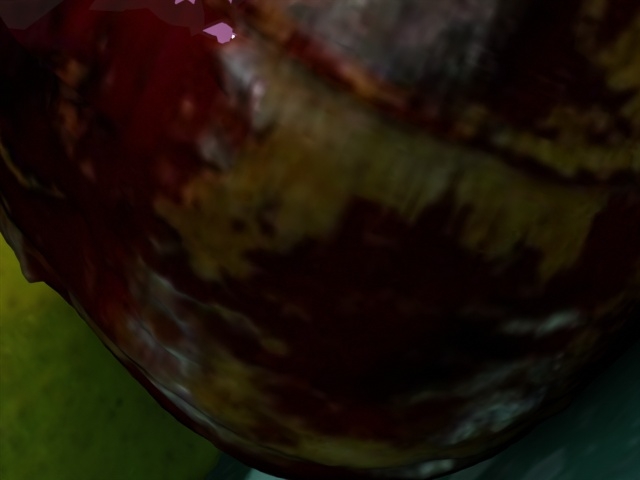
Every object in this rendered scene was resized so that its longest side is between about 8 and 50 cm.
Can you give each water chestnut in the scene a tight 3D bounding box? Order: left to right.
[{"bbox_3d":[0.019,-0.064,0.516,0.289,0.244,0.289,-21,48,25],"label":"water chestnut"}]

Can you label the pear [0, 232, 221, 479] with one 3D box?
[{"bbox_3d":[-0.176,0.001,0.694,0.318,0.238,0.342,-35,50,-4],"label":"pear"}]
